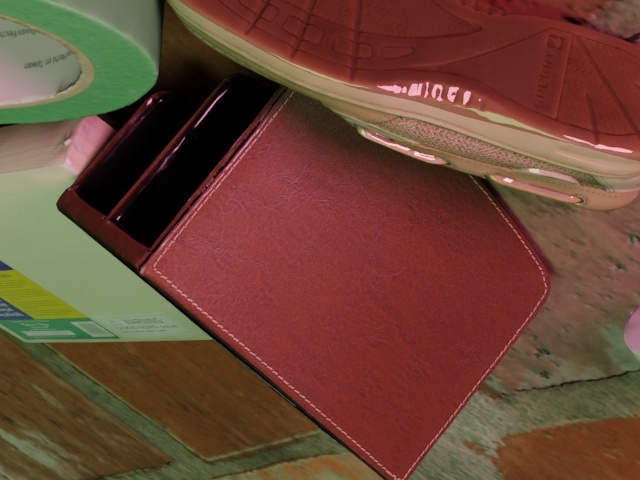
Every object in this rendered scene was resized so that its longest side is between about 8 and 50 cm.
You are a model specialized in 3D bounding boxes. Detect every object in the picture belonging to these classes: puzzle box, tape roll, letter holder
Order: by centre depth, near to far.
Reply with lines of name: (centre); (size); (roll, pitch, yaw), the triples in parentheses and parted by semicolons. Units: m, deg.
tape roll: (-0.260, -0.153, 1.125); (0.321, 0.077, 0.321); (4, 167, 1)
letter holder: (0.000, 0.000, 1.302); (0.302, 0.214, 0.152); (43, 174, -35)
puzzle box: (-0.229, 0.002, 1.495); (0.409, 0.052, 0.272); (-4, 148, 46)

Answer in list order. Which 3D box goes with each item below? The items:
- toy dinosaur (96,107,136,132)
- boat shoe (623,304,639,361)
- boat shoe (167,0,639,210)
toy dinosaur: (-0.161, -0.103, 1.348); (0.268, 0.064, 0.118); (38, 151, -28)
boat shoe: (0.324, 0.080, 1.245); (0.219, 0.078, 0.070); (1, 141, 33)
boat shoe: (0.055, -0.102, 1.120); (0.341, 0.122, 0.110); (23, 149, 3)
